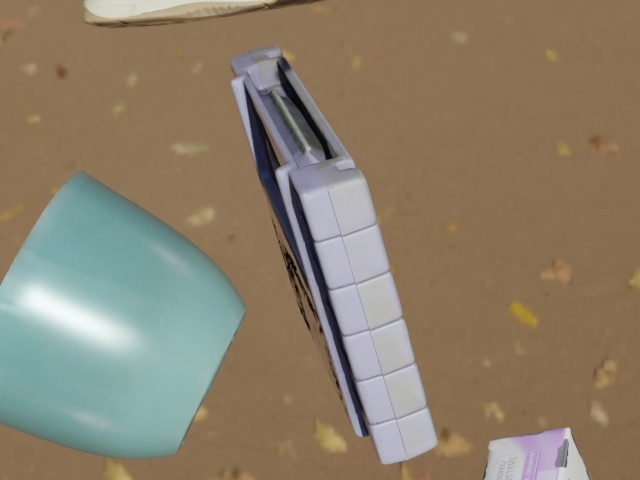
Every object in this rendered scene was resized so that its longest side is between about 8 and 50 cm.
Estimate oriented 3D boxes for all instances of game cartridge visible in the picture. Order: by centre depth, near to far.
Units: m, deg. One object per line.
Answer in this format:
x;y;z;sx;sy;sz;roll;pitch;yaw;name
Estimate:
0.000;0.000;1.167;0.068;0.230;0.355;-14;24;-6;game cartridge

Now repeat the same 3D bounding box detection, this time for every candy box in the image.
0.180;0.271;1.135;0.070;0.196;0.165;-13;27;23;candy box

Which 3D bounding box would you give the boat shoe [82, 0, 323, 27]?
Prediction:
-0.066;-0.235;1.235;0.285;0.092;0.103;-6;8;15;boat shoe

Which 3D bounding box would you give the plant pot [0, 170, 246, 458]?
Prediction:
-0.223;0.106;1.632;0.235;0.293;0.293;27;48;0;plant pot
